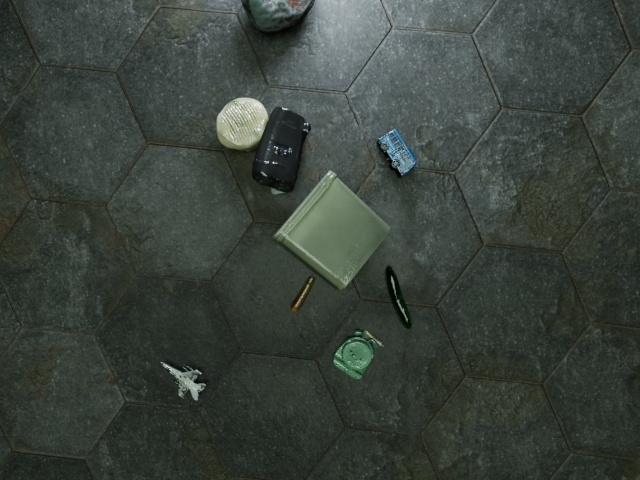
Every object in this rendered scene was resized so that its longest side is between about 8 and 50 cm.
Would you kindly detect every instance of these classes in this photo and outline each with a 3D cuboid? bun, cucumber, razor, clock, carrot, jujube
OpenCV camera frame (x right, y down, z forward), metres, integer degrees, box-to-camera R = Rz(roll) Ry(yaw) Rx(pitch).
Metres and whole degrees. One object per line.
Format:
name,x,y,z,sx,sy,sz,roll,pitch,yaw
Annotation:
bun,-0.319,-0.469,1.736,0.237,0.116,0.210,-41,93,-11
cucumber,0.329,0.245,1.790,0.056,0.056,0.284,-19,88,3
razor,-0.157,-0.365,1.691,0.189,0.107,0.327,21,73,-22
clock,0.153,0.485,1.802,0.148,0.060,0.189,32,95,-1
carrot,-0.076,0.229,1.808,0.042,0.042,0.171,29,92,0
jujube,-0.155,-0.977,1.649,0.307,0.215,0.247,-27,129,-9

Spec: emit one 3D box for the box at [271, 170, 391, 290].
box,0.046,-0.033,1.687,0.344,0.177,0.352,41,79,-5

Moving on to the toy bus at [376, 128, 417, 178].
toy bus,0.318,-0.359,1.738,0.106,0.090,0.185,-33,92,1

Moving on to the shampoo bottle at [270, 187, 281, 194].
shampoo bottle,-0.185,-0.290,1.764,0.073,0.074,0.192,-8,92,2

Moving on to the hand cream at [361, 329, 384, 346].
hand cream,0.229,0.430,1.820,0.102,0.022,0.035,33,101,4

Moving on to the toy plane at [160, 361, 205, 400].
toy plane,-0.596,0.602,1.831,0.234,0.082,0.160,40,104,14
